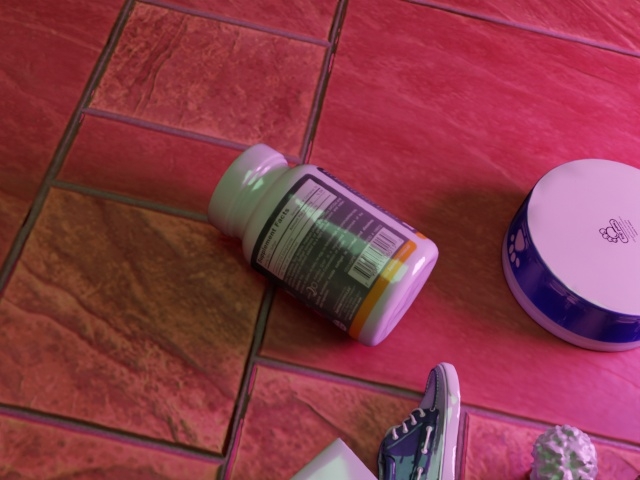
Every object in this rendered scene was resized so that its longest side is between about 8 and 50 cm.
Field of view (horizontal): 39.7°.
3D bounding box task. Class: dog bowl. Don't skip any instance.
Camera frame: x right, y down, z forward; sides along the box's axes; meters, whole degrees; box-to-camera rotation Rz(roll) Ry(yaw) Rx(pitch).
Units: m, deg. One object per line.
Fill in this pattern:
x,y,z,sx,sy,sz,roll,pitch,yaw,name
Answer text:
0.398,0.017,1.251,0.265,0.104,0.265,5,56,-7,dog bowl

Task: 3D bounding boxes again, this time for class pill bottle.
0.000,0.000,1.158,0.278,0.162,0.162,34,58,14,pill bottle

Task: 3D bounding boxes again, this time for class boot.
0.118,0.232,1.079,0.086,0.069,0.190,11,57,-6,boot

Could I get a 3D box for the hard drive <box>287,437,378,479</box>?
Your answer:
-0.029,0.387,0.946,0.307,0.040,0.203,-37,69,-21,hard drive

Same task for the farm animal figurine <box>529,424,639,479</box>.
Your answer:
0.382,0.381,0.965,0.330,0.172,0.327,17,56,1,farm animal figurine
